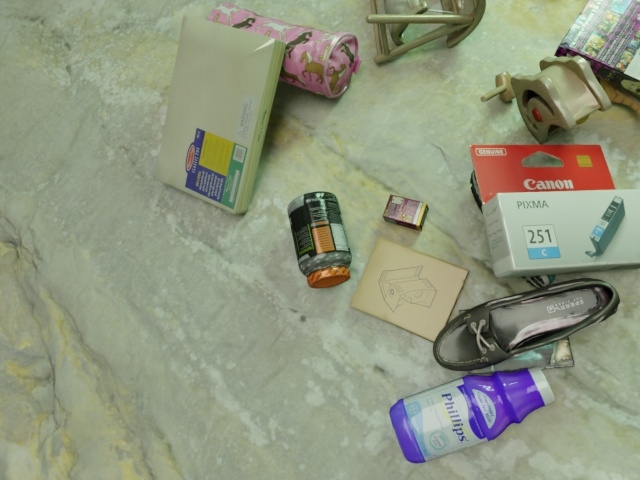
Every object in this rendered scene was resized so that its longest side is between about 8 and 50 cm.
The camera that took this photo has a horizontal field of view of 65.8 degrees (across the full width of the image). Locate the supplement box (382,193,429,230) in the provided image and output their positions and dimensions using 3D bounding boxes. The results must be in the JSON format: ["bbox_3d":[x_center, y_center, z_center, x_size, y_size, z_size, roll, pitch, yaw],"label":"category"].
[{"bbox_3d":[0.183,-0.059,1.060,0.083,0.043,0.055,17,82,22],"label":"supplement box"}]

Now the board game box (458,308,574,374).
[{"bbox_3d":[0.367,0.184,0.938,0.186,0.026,0.126,-10,72,16],"label":"board game box"}]

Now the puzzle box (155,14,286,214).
[{"bbox_3d":[-0.250,-0.296,1.180,0.272,0.052,0.409,25,110,23],"label":"puzzle box"}]

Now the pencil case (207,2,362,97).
[{"bbox_3d":[-0.098,-0.463,1.204,0.386,0.160,0.167,24,68,23],"label":"pencil case"}]

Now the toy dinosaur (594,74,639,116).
[{"bbox_3d":[0.586,-0.301,0.989,0.211,0.064,0.112,40,104,34],"label":"toy dinosaur"}]

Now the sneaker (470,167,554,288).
[{"bbox_3d":[0.389,-0.043,0.958,0.110,0.107,0.275,-18,71,1],"label":"sneaker"}]

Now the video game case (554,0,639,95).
[{"bbox_3d":[0.605,-0.408,0.949,0.210,0.042,0.232,32,83,13],"label":"video game case"}]

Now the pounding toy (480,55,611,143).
[{"bbox_3d":[0.416,-0.250,0.963,0.155,0.269,0.154,-30,107,9],"label":"pounding toy"}]

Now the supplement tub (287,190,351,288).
[{"bbox_3d":[0.000,0.000,1.067,0.117,0.117,0.190,-17,71,14],"label":"supplement tub"}]

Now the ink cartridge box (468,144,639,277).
[{"bbox_3d":[0.437,-0.072,0.894,0.296,0.066,0.261,-3,73,-12],"label":"ink cartridge box"}]

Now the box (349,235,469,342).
[{"bbox_3d":[0.182,0.100,1.029,0.201,0.021,0.164,22,83,22],"label":"box"}]

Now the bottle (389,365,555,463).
[{"bbox_3d":[0.273,0.308,0.899,0.283,0.092,0.118,-23,74,12],"label":"bottle"}]

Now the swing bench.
[{"bbox_3d":[0.226,-0.579,1.130,0.255,0.165,0.253,-8,72,11],"label":"swing bench"}]

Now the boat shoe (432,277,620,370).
[{"bbox_3d":[0.356,0.145,0.885,0.335,0.095,0.112,-23,69,12],"label":"boat shoe"}]
